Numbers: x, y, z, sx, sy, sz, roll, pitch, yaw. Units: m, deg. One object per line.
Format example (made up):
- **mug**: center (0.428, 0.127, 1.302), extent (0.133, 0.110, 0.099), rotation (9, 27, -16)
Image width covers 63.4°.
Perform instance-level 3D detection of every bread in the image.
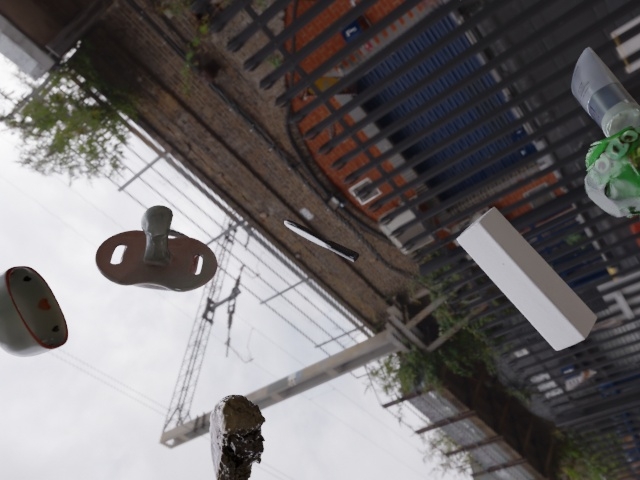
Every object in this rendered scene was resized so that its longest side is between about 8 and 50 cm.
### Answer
- **bread**: center (-0.103, 0.241, 0.643), extent (0.060, 0.113, 0.082), rotation (-1, -153, -22)

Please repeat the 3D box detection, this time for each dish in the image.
- **dish**: center (-0.767, 0.192, 1.320), extent (0.256, 0.117, 0.256), rotation (155, 90, -84)

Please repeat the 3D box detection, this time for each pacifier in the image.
- **pacifier**: center (-0.455, 0.036, 1.456), extent (0.333, 0.273, 0.220), rotation (8, -107, -10)

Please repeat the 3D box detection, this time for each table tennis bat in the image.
- **table tennis bat**: center (0.000, 0.000, 1.431), extent (0.237, 0.027, 0.150), rotation (25, 174, 24)

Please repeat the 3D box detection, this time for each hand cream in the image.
- **hand cream**: center (0.411, -0.214, 0.765), extent (0.048, 0.079, 0.255), rotation (11, -144, 5)

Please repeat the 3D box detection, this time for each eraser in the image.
- **eraser**: center (0.412, 0.075, 1.044), extent (0.298, 0.076, 0.078), rotation (50, -128, 6)

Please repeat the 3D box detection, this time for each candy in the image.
- **candy**: center (0.397, -0.021, 0.619), extent (0.323, 0.097, 0.097), rotation (38, -147, -42)
